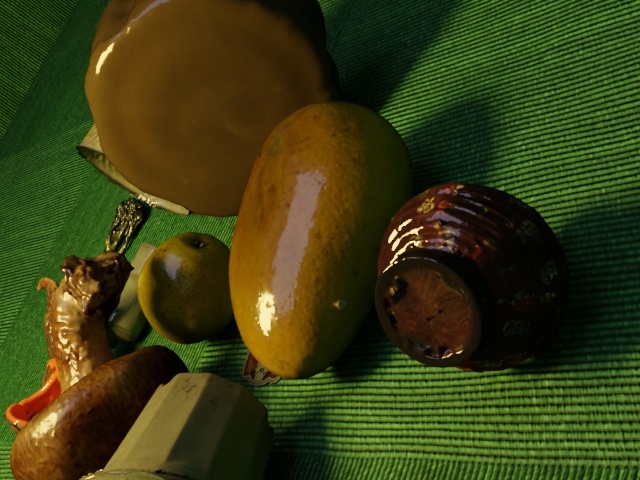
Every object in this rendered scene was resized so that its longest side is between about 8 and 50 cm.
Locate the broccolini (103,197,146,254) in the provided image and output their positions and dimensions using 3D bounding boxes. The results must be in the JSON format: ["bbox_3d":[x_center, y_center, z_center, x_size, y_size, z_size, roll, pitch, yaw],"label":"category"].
[{"bbox_3d":[-0.450,-0.005,2.547,0.091,0.068,0.202,14,71,40],"label":"broccolini"}]

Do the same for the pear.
[{"bbox_3d":[-0.219,0.083,1.984,0.198,0.198,0.198,-37,33,29],"label":"pear"}]

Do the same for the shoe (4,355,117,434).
[{"bbox_3d":[-0.477,0.343,2.031,0.132,0.171,0.336,40,111,48],"label":"shoe"}]

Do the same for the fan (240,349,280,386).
[{"bbox_3d":[-0.061,0.135,1.859,0.132,0.009,0.220,-5,56,52],"label":"fan"}]

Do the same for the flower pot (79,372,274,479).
[{"bbox_3d":[-0.181,0.336,1.596,0.290,0.290,0.259,-33,20,34],"label":"flower pot"}]

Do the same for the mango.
[{"bbox_3d":[0.000,0.000,1.713,0.301,0.220,0.445,-19,53,39],"label":"mango"}]

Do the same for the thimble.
[{"bbox_3d":[-0.350,-0.177,2.376,0.271,0.271,0.150,11,68,60],"label":"thimble"}]

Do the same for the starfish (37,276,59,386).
[{"bbox_3d":[-0.463,0.217,2.192,0.327,0.094,0.375,-48,58,39],"label":"starfish"}]

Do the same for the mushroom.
[{"bbox_3d":[-0.368,0.247,1.821,0.334,0.356,0.331,-39,15,13],"label":"mushroom"}]

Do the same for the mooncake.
[{"bbox_3d":[-0.183,-0.283,2.056,0.467,0.467,0.262,-39,25,26],"label":"mooncake"}]

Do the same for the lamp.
[{"bbox_3d":[0.182,0.043,1.377,0.247,0.247,0.247,-37,33,29],"label":"lamp"}]

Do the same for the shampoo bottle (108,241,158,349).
[{"bbox_3d":[-0.368,0.124,2.256,0.234,0.087,0.118,-61,22,-11],"label":"shampoo bottle"}]
